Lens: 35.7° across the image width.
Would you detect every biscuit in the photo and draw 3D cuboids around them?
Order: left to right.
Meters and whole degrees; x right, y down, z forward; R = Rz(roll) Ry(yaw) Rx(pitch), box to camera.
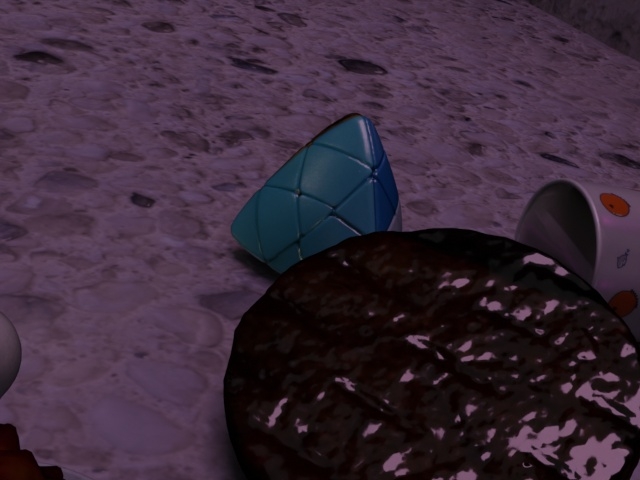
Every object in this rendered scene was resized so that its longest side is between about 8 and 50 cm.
[{"bbox_3d":[0.109,0.148,0.977,0.407,0.091,0.407,-3,42,3],"label":"biscuit"}]

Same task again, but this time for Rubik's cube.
[{"bbox_3d":[0.000,0.000,1.293,0.254,0.254,0.254,12,27,-6],"label":"Rubik's cube"}]

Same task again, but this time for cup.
[{"bbox_3d":[0.452,0.038,1.360,0.317,0.212,0.212,6,28,-18],"label":"cup"}]

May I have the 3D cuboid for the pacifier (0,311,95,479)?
[{"bbox_3d":[-0.278,0.154,0.761,0.287,0.226,0.238,13,8,-5],"label":"pacifier"}]

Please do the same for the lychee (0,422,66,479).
[{"bbox_3d":[-0.282,0.223,0.395,0.424,0.424,0.500,14,15,-1],"label":"lychee"}]
